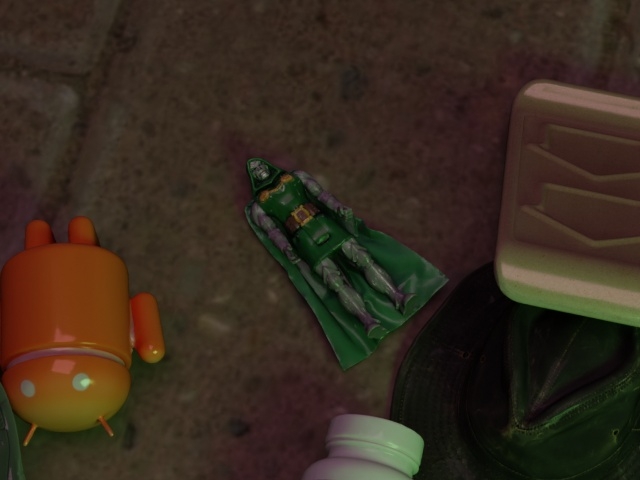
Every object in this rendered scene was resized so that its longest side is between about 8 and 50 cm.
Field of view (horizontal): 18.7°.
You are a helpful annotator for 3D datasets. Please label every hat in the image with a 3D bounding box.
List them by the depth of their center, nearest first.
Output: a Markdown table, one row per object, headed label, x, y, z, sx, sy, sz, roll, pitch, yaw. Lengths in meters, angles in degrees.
| label | x | y | z | sx | sy | sz | roll | pitch | yaw |
| --- | --- | --- | --- | --- | --- | --- | --- | --- | --- |
| hat | 0.226 | 0.136 | 1.824 | 0.331 | 0.134 | 0.331 | 0 | 66 | 0 |

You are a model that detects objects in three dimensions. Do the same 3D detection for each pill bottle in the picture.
| label | x | y | z | sx | sy | sz | roll | pitch | yaw |
| --- | --- | --- | --- | --- | --- | --- | --- | --- | --- |
| pill bottle | 0.029 | 0.275 | 1.771 | 0.121 | 0.121 | 0.216 | 11 | 67 | 6 |

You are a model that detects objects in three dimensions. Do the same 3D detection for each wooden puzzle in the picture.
| label | x | y | z | sx | sy | sz | roll | pitch | yaw |
| --- | --- | --- | --- | --- | --- | --- | --- | --- | --- |
| wooden puzzle | 0.330 | -0.013 | 1.866 | 0.322 | 0.080 | 0.348 | 11 | 36 | 2 |

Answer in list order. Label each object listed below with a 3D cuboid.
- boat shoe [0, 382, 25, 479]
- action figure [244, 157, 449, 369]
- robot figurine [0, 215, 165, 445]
| label | x | y | z | sx | sy | sz | roll | pitch | yaw |
| --- | --- | --- | --- | --- | --- | --- | --- | --- | --- |
| boat shoe | -0.316 | 0.273 | 1.794 | 0.118 | 0.103 | 0.320 | -12 | 79 | -24 |
| action figure | 0.000 | 0.000 | 1.931 | 0.137 | 0.063 | 0.232 | -39 | 67 | -11 |
| robot figurine | -0.242 | 0.088 | 1.857 | 0.158 | 0.128 | 0.219 | 14 | 61 | -35 |
